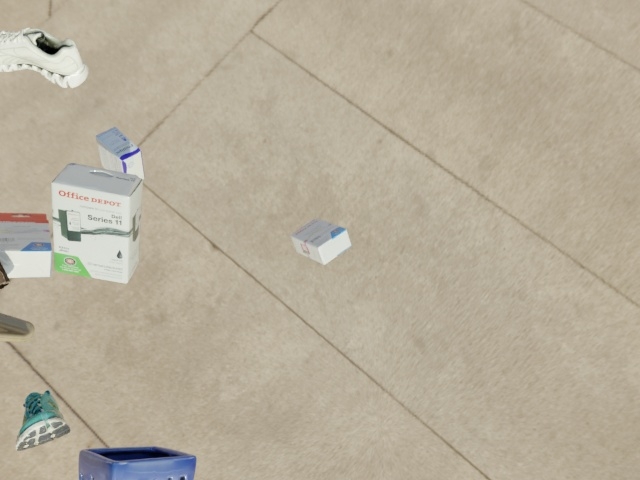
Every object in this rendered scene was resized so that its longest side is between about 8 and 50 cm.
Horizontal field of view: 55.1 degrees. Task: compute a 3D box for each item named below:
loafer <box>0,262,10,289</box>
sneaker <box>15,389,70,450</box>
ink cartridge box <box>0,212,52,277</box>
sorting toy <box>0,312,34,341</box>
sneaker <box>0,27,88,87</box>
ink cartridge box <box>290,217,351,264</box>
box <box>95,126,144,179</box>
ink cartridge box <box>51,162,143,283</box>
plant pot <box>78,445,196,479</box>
[{"bbox_3d":[-0.815,0.162,1.308,0.130,0.133,0.366,44,56,-13],"label":"loafer"},{"bbox_3d":[-0.600,0.377,1.301,0.106,0.275,0.110,-17,84,-27],"label":"sneaker"},{"bbox_3d":[-0.767,0.007,1.573,0.134,0.078,0.231,0,26,-27],"label":"ink cartridge box"},{"bbox_3d":[-0.568,0.092,0.792,0.307,0.229,0.041,12,87,17],"label":"sorting toy"},{"bbox_3d":[-0.706,-0.461,1.459,0.291,0.118,0.110,11,64,-4],"label":"sneaker"},{"bbox_3d":[0.000,0.000,1.457,0.088,0.052,0.122,-34,32,-23],"label":"ink cartridge box"},{"bbox_3d":[-0.607,-0.251,1.863,0.137,0.126,0.072,41,57,21],"label":"box"},{"bbox_3d":[-0.440,-0.032,1.211,0.152,0.209,0.087,10,31,-4],"label":"ink cartridge box"},{"bbox_3d":[-0.476,0.649,1.562,0.235,0.235,0.212,-9,73,48],"label":"plant pot"}]
